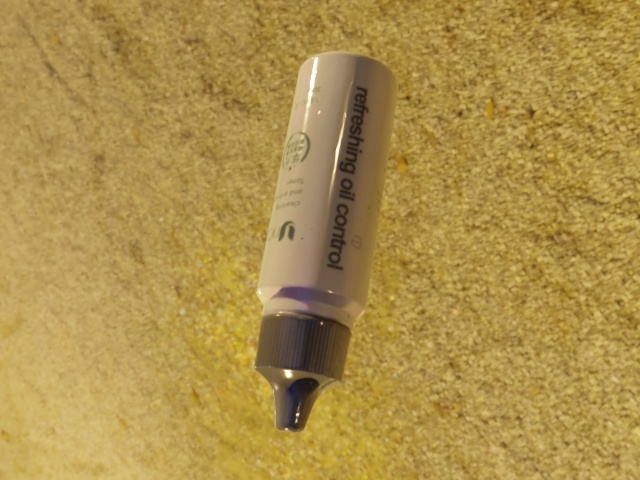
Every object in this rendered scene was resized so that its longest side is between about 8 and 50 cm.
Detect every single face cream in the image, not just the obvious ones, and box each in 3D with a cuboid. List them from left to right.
[{"bbox_3d":[0.000,0.000,0.650,0.092,0.092,0.311,-14,60,52],"label":"face cream"}]
